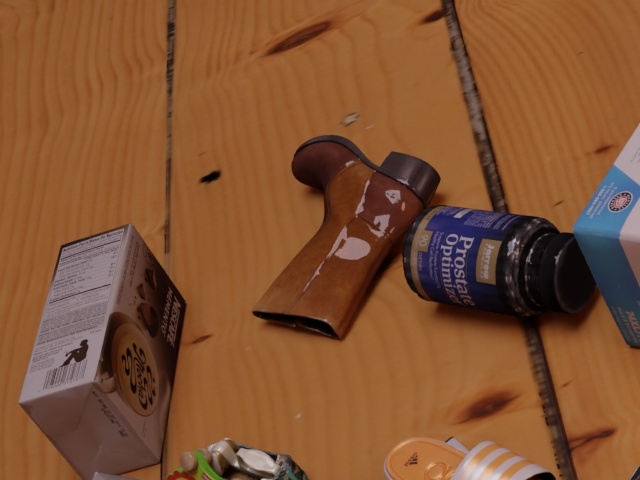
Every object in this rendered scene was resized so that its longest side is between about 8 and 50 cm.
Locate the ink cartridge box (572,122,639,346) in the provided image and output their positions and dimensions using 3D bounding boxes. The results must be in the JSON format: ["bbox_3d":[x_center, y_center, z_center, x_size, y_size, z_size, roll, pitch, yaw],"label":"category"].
[{"bbox_3d":[0.455,0.000,1.705,0.270,0.197,0.198,9,52,42],"label":"ink cartridge box"}]

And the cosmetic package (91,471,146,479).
[{"bbox_3d":[-0.183,0.366,1.787,0.238,0.107,0.127,24,94,47],"label":"cosmetic package"}]

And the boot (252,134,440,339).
[{"bbox_3d":[0.000,0.000,2.158,0.264,0.096,0.280,18,66,38],"label":"boot"}]

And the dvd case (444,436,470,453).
[{"bbox_3d":[0.143,0.329,1.694,0.180,0.022,0.253,-38,37,-9],"label":"dvd case"}]

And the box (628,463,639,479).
[{"bbox_3d":[0.314,0.363,1.431,0.216,0.060,0.270,28,64,23],"label":"box"}]

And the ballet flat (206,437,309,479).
[{"bbox_3d":[-0.093,0.266,1.903,0.188,0.070,0.070,6,50,40],"label":"ballet flat"}]

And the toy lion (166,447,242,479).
[{"bbox_3d":[-0.144,0.303,1.891,0.100,0.096,0.034,36,27,30],"label":"toy lion"}]

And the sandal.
[{"bbox_3d":[0.153,0.255,1.688,0.265,0.076,0.102,15,57,45],"label":"sandal"}]

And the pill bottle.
[{"bbox_3d":[0.217,0.027,1.910,0.219,0.123,0.123,8,52,42],"label":"pill bottle"}]

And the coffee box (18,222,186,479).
[{"bbox_3d":[-0.280,0.143,2.094,0.119,0.168,0.297,-17,38,19],"label":"coffee box"}]
